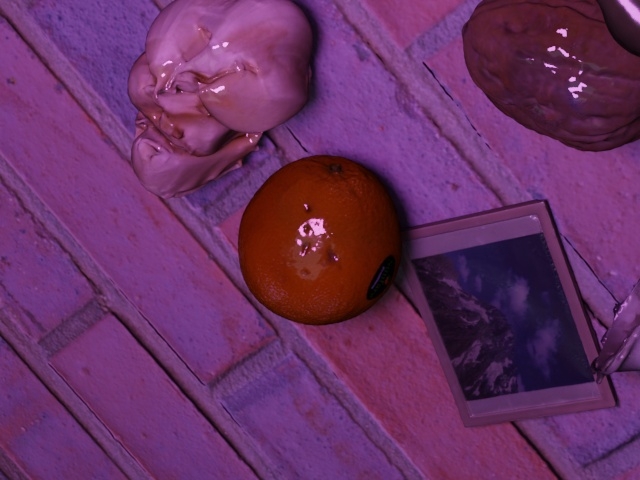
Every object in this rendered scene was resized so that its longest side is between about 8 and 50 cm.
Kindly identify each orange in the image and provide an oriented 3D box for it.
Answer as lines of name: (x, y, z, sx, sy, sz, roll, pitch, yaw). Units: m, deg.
orange: (0.000, 0.000, 1.783, 0.206, 0.206, 0.206, 11, 120, 19)

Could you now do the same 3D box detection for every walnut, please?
walnut: (0.249, -0.188, 1.584, 0.230, 0.178, 0.178, 23, 124, 24)

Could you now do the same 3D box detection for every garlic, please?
garlic: (-0.135, -0.183, 1.742, 0.281, 0.203, 0.184, -34, 81, 38)

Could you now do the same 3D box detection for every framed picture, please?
framed picture: (0.220, 0.092, 1.835, 0.209, 0.019, 0.281, -14, 110, 29)

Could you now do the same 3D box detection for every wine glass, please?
wine glass: (0.436, 0.140, 1.695, 0.232, 0.156, 0.156, 30, 125, 1)

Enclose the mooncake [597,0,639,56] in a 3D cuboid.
mooncake: (0.403, -0.293, 1.405, 0.351, 0.187, 0.351, 1, 94, 8)
